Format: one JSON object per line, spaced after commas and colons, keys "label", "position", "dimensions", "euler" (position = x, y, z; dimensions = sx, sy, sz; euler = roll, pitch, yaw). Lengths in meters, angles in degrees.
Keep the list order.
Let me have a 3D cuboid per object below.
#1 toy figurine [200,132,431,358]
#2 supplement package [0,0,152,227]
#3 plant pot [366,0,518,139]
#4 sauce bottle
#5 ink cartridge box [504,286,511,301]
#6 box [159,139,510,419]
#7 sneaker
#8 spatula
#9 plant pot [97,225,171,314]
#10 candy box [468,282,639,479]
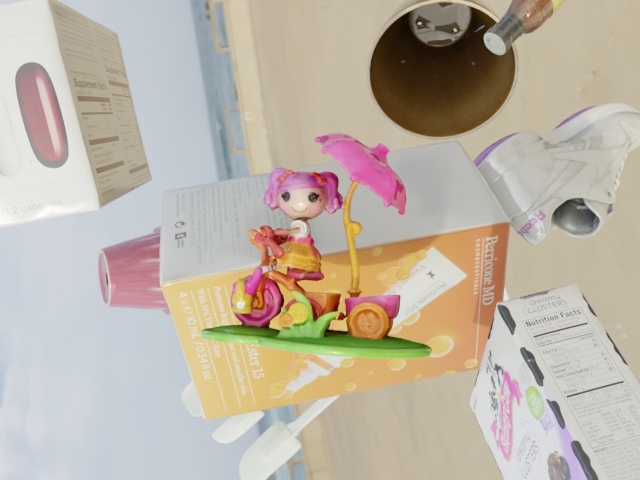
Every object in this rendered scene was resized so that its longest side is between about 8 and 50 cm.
{"label": "toy figurine", "position": [0.000, 0.000, 0.510], "dimensions": [0.130, 0.173, 0.159], "euler": [23, -110, -78]}
{"label": "supplement package", "position": [-0.294, -0.083, 0.536], "dimensions": [0.204, 0.261, 0.145], "euler": [-112, 11, -79]}
{"label": "plant pot", "position": [0.208, -0.340, 1.164], "dimensions": [0.254, 0.237, 0.237], "euler": [-77, -12, -50]}
{"label": "sauce bottle", "position": [0.203, -0.226, 0.636], "dimensions": [0.042, 0.128, 0.042], "euler": [44, 168, 12]}
{"label": "ink cartridge box", "position": [0.181, 0.152, 1.171], "dimensions": [0.207, 0.282, 0.117], "euler": [47, -154, -82]}
{"label": "box", "position": [0.015, 0.044, 0.767], "dimensions": [0.168, 0.345, 0.215], "euler": [-105, 5, -52]}
{"label": "sneaker", "position": [0.325, -0.079, 0.860], "dimensions": [0.152, 0.305, 0.114], "euler": [57, 149, 18]}
{"label": "spatula", "position": [-0.047, 0.171, 0.860], "dimensions": [0.168, 0.242, 0.019], "euler": [44, 172, 33]}
{"label": "plant pot", "position": [-0.391, 0.071, 1.506], "dimensions": [0.201, 0.180, 0.202], "euler": [20, 112, 60]}
{"label": "candy box", "position": [0.190, 0.161, 0.512], "dimensions": [0.165, 0.070, 0.196], "euler": [86, 168, -49]}
